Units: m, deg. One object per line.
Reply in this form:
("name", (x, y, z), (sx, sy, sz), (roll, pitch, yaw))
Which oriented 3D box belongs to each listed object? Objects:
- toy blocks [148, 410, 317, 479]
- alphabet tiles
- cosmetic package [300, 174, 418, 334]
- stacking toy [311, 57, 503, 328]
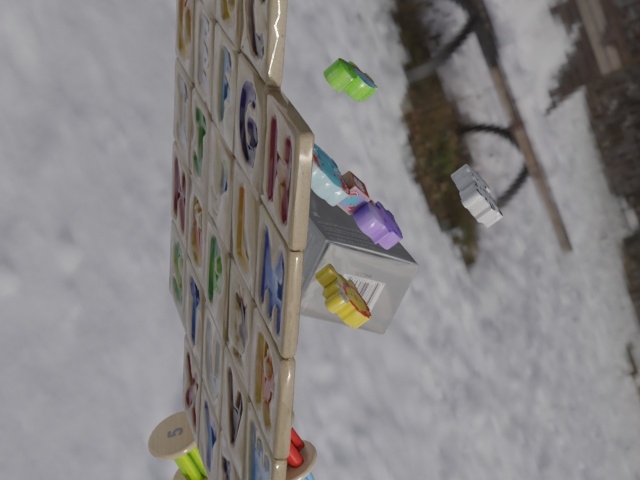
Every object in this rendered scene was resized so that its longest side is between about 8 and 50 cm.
("toy blocks", (-0.066, 0.194, 1.095), (0.054, 0.123, 0.148), (30, -28, 54))
("alphabet tiles", (-0.054, -0.006, 0.715), (0.285, 0.011, 0.342), (-121, -148, -59))
("cosmetic package", (0.000, 0.000, 1.462), (0.127, 0.107, 0.238), (13, 24, -30))
("stacking toy", (0.022, -0.033, 1.028), (0.221, 0.167, 0.052), (38, 23, -37))
